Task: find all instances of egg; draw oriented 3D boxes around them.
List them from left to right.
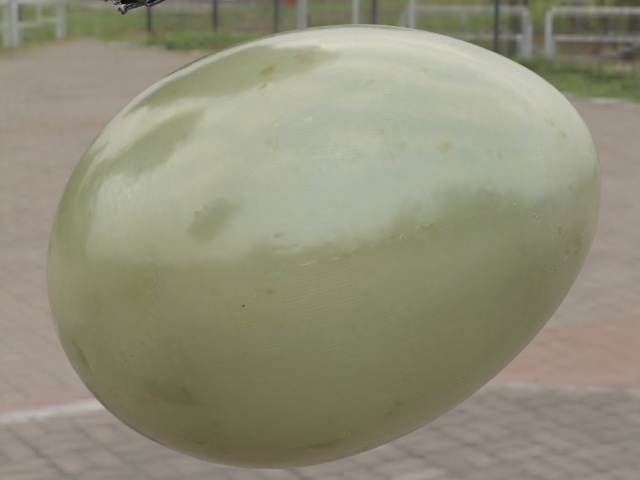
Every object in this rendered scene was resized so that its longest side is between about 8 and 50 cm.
[{"bbox_3d":[0.000,0.000,0.668,0.253,0.189,0.188,-20,7,13],"label":"egg"}]

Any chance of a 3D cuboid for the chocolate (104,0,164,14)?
[{"bbox_3d":[-0.044,-0.288,1.139,0.321,0.112,0.112,-30,25,-19],"label":"chocolate"}]
